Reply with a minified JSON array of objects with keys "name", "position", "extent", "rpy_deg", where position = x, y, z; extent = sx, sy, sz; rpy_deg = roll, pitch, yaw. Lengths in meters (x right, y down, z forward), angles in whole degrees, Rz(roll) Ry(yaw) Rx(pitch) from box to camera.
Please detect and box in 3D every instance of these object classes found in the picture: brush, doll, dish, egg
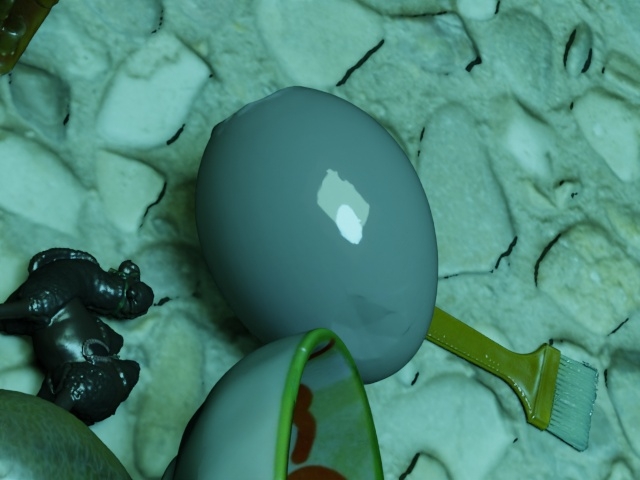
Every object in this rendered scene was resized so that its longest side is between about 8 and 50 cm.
[{"name":"brush","position":[0.146,0.100,1.328],"extent":[0.218,0.010,0.082],"rpy_deg":[28,55,-15]},{"name":"doll","position":[-0.181,0.071,1.119],"extent":[0.165,0.057,0.139],"rpy_deg":[-20,75,-42]},{"name":"dish","position":[-0.042,0.223,1.021],"extent":[0.124,0.324,0.324],"rpy_deg":[-5,61,12]},{"name":"egg","position":[0.000,0.000,1.186],"extent":[0.176,0.176,0.231],"rpy_deg":[-14,79,-36]}]

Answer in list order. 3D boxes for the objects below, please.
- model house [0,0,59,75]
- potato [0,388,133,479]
[{"name":"model house","position":[-0.245,-0.282,1.157],"extent":[0.220,0.229,0.199],"rpy_deg":[36,58,-12]},{"name":"potato","position":[-0.206,0.189,0.974],"extent":[0.235,0.178,0.160],"rpy_deg":[47,14,-24]}]
